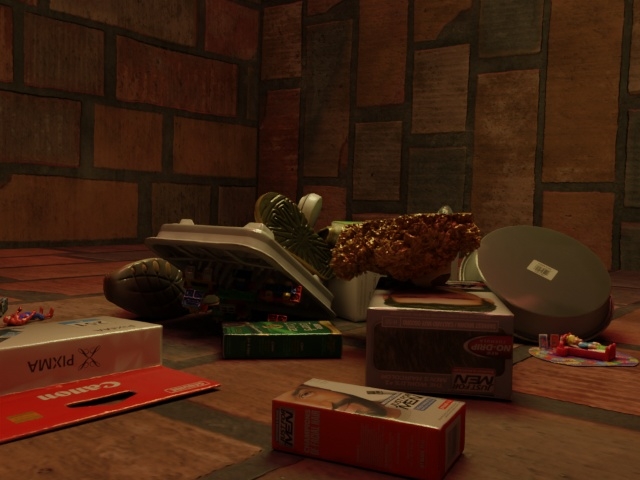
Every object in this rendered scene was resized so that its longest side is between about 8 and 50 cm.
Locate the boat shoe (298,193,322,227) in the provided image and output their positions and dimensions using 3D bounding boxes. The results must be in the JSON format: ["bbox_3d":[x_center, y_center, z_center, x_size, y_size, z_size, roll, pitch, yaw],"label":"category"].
[{"bbox_3d":[-0.070,-0.019,1.511,0.088,0.096,0.267,28,-34,3],"label":"boat shoe"}]

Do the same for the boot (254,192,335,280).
[{"bbox_3d":[-0.116,0.020,1.436,0.270,0.236,0.089,-13,35,50],"label":"boot"}]

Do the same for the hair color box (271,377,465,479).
[{"bbox_3d":[0.047,0.178,0.668,0.167,0.053,0.093,2,4,25],"label":"hair color box"}]

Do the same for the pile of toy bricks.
[{"bbox_3d":[-0.145,0.122,1.222,0.212,0.118,0.105,8,-35,2],"label":"pile of toy bricks"}]

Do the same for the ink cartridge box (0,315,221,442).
[{"bbox_3d":[-0.314,0.151,0.840,0.261,0.066,0.296,3,4,40],"label":"ink cartridge box"}]

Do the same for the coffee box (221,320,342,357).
[{"bbox_3d":[-0.064,0.155,1.097,0.184,0.040,0.113,1,3,-9],"label":"coffee box"}]

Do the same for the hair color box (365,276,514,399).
[{"bbox_3d":[0.171,0.131,1.042,0.185,0.113,0.374,2,4,7],"label":"hair color box"}]

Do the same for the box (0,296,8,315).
[{"bbox_3d":[-0.682,0.129,1.331,0.137,0.027,0.094,1,2,-18],"label":"box"}]

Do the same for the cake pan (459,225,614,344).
[{"bbox_3d":[0.413,0.071,1.308,0.293,0.054,0.293,3,41,-3],"label":"cake pan"}]

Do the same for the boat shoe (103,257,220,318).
[{"bbox_3d":[-0.329,0.099,1.415,0.116,0.123,0.324,-4,-6,27],"label":"boat shoe"}]

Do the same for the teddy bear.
[{"bbox_3d":[0.135,0.018,1.142,0.245,0.113,0.338,-3,0,-30],"label":"teddy bear"}]

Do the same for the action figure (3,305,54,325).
[{"bbox_3d":[-0.541,0.138,1.269,0.038,0.030,0.115,8,7,14],"label":"action figure"}]

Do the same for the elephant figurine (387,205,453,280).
[{"bbox_3d":[0.194,0.050,1.349,0.169,0.239,0.186,2,3,-6],"label":"elephant figurine"}]

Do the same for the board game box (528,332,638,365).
[{"bbox_3d":[0.429,0.174,1.128,0.169,0.033,0.133,1,3,-7],"label":"board game box"}]

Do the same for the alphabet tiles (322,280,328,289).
[{"bbox_3d":[0.070,0.058,1.617,0.284,0.021,0.278,-1,-37,-34],"label":"alphabet tiles"}]

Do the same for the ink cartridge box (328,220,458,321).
[{"bbox_3d":[0.161,0.061,1.485,0.273,0.198,0.115,0,5,-31],"label":"ink cartridge box"}]

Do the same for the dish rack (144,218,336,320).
[{"bbox_3d":[-0.138,0.052,1.318,0.286,0.072,0.333,3,-27,32],"label":"dish rack"}]

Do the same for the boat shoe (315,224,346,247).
[{"bbox_3d":[0.000,0.002,1.432,0.048,0.056,0.153,9,-16,-30],"label":"boat shoe"}]
